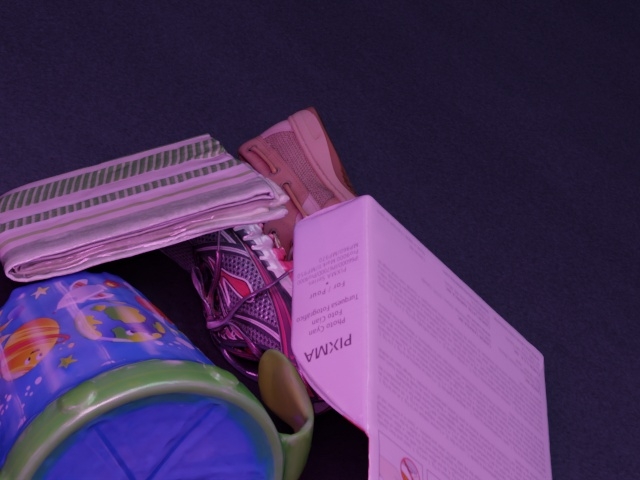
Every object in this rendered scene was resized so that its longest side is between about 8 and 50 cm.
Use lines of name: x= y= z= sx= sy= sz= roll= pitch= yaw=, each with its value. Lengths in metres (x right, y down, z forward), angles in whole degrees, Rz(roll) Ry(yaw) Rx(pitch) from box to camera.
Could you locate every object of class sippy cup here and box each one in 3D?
sippy cup: x=-0.178 y=0.147 z=1.443 sx=0.305 sy=0.240 sz=0.224 roll=31 pitch=12 yaw=-40

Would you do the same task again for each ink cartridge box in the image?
ink cartridge box: x=0.093 y=0.195 z=1.545 sx=0.308 sy=0.091 sz=0.385 roll=42 pitch=38 yaw=-39

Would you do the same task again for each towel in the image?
towel: x=-0.179 y=-0.031 z=1.622 sx=0.247 sy=0.038 sz=0.325 roll=-15 pitch=15 yaw=-11

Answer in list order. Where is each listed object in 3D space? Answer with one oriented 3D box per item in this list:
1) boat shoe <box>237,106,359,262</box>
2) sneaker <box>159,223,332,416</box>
boat shoe: x=0.000 y=0.000 z=1.843 sx=0.110 sy=0.122 sz=0.341 roll=-23 pitch=42 yaw=-1
sneaker: x=-0.076 y=0.052 z=1.714 sx=0.112 sy=0.121 sz=0.299 roll=-38 pitch=55 yaw=-19
